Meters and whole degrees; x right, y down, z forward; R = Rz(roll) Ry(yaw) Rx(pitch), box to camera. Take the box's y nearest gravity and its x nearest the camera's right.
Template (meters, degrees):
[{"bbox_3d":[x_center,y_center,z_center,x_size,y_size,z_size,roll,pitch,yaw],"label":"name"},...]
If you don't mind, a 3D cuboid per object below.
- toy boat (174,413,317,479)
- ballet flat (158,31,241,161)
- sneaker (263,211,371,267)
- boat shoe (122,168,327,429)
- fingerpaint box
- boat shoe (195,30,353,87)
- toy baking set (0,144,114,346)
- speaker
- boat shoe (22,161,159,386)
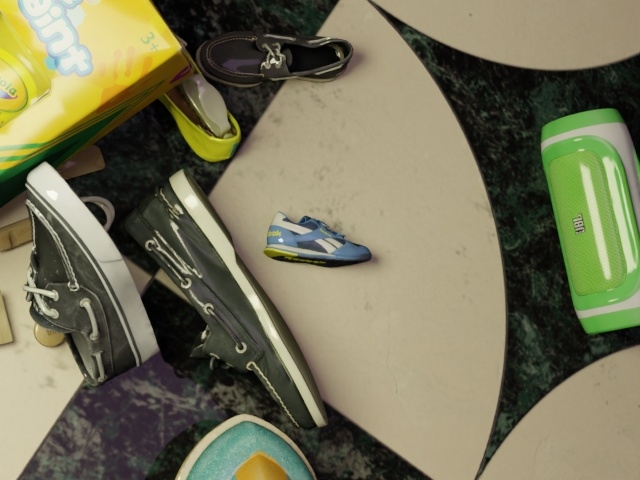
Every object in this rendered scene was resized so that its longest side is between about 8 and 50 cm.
[{"bbox_3d":[-0.016,0.323,1.282,0.318,0.148,0.268,-3,80,-26],"label":"toy boat"},{"bbox_3d":[-0.171,-0.198,1.359,0.077,0.077,0.231,-39,97,-27],"label":"ballet flat"},{"bbox_3d":[0.000,0.000,1.414,0.144,0.053,0.059,10,73,-25],"label":"sneaker"},{"bbox_3d":[-0.113,0.089,1.310,0.113,0.127,0.340,-31,102,1],"label":"boat shoe"},{"bbox_3d":[-0.403,-0.254,1.113,0.371,0.163,0.445,-34,91,-1],"label":"fingerpaint box"},{"bbox_3d":[-0.054,-0.237,1.430,0.206,0.065,0.075,-3,80,-26],"label":"boat shoe"},{"bbox_3d":[-0.333,0.004,1.267,0.196,0.030,0.256,14,77,-28],"label":"toy baking set"},{"bbox_3d":[0.390,-0.025,1.566,0.131,0.131,0.297,-7,82,-27],"label":"speaker"},{"bbox_3d":[-0.257,0.048,1.176,0.102,0.301,0.108,-35,55,-18],"label":"boat shoe"}]
